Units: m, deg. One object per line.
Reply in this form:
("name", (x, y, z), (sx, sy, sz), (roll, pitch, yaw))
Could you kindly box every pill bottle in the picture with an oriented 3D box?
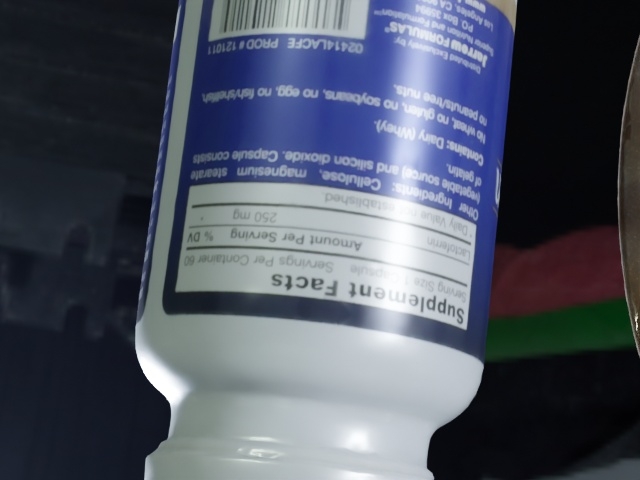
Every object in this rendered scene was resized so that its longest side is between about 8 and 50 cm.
("pill bottle", (0.000, 0.000, 0.662), (0.153, 0.265, 0.153), (7, -12, 1))

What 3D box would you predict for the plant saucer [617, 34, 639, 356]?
("plant saucer", (0.231, -0.023, 0.753), (0.050, 0.311, 0.310), (0, -24, -11))
